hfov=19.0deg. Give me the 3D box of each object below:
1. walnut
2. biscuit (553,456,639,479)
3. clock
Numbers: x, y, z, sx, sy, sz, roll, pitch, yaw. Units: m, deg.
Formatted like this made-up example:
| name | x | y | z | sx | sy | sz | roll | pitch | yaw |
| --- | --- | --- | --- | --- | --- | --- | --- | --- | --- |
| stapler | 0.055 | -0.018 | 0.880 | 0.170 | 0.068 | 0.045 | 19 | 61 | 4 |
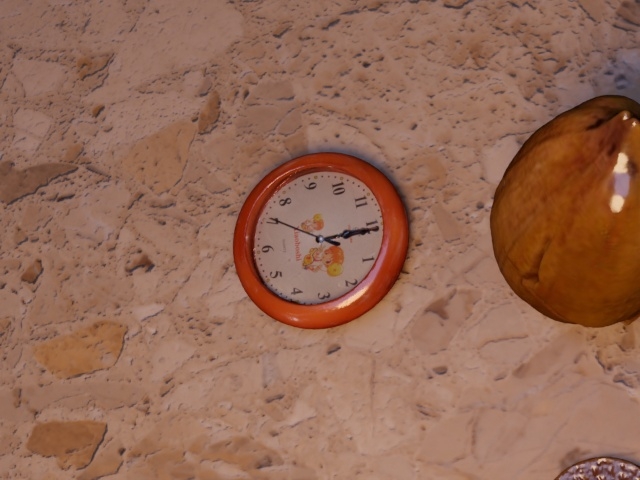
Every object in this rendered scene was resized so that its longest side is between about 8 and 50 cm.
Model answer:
| name | x | y | z | sx | sy | sz | roll | pitch | yaw |
| --- | --- | --- | --- | --- | --- | --- | --- | --- | --- |
| walnut | 0.277 | -0.033 | 1.909 | 0.209 | 0.336 | 0.209 | 1 | 63 | -2 |
| biscuit | 0.266 | 0.332 | 1.966 | 0.180 | 0.039 | 0.236 | 34 | 88 | 25 |
| clock | 0.000 | 0.000 | 2.137 | 0.205 | 0.051 | 0.205 | -5 | 73 | 18 |
